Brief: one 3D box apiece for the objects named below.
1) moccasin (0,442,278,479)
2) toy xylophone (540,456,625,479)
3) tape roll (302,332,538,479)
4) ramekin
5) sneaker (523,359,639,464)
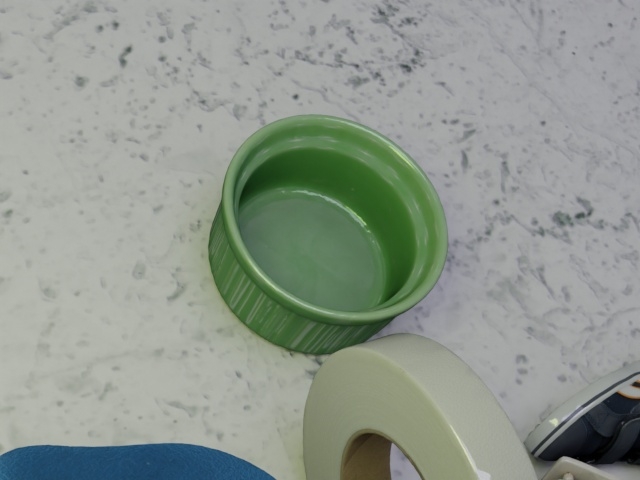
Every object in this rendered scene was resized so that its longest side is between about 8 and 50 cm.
[{"bbox_3d":[-0.205,0.296,1.452,0.342,0.117,0.137,12,45,-10],"label":"moccasin"},{"bbox_3d":[0.283,0.422,1.591,0.236,0.081,0.322,16,56,-12],"label":"toy xylophone"},{"bbox_3d":[0.106,0.296,1.410,0.072,0.392,0.392,-14,67,-29],"label":"tape roll"},{"bbox_3d":[0.000,0.000,1.689,0.303,0.148,0.303,10,58,-17],"label":"ramekin"},{"bbox_3d":[0.421,0.240,1.730,0.321,0.126,0.127,-21,65,-33],"label":"sneaker"}]
